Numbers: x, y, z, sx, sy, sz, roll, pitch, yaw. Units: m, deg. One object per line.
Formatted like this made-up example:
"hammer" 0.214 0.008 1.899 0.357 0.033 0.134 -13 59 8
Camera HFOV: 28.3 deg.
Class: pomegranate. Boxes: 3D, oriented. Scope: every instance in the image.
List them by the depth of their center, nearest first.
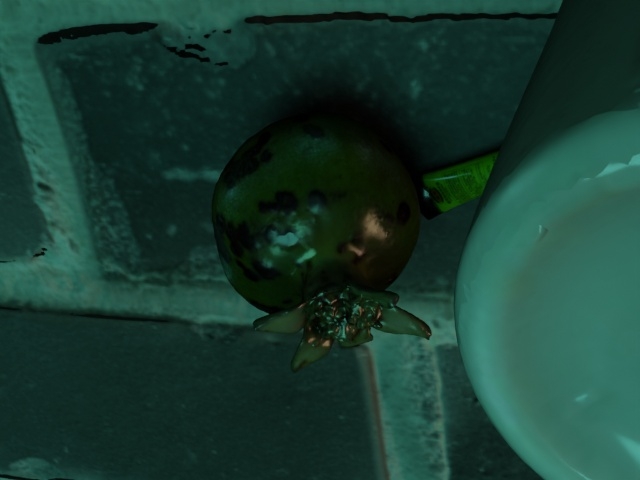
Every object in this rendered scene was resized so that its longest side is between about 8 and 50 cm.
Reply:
"pomegranate" 0.000 0.002 0.839 0.148 0.169 0.148 -8 153 -4

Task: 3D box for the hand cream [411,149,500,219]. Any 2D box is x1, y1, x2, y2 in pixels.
"hand cream" 0.113 -0.045 0.850 0.122 0.023 0.036 -20 115 32

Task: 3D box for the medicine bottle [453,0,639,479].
"medicine bottle" 0.202 -0.056 0.585 0.211 0.371 0.211 11 127 15
